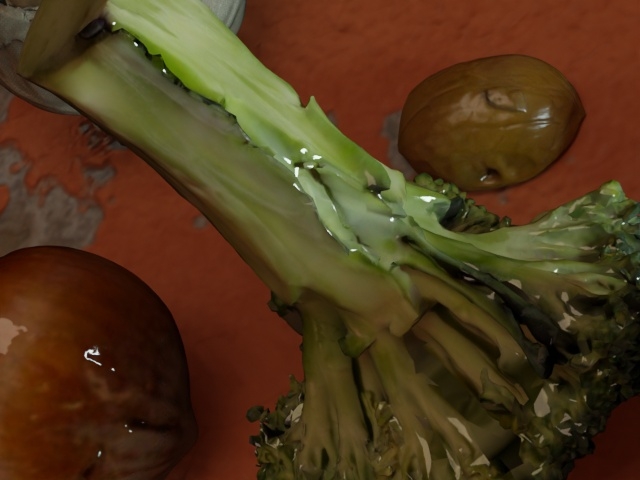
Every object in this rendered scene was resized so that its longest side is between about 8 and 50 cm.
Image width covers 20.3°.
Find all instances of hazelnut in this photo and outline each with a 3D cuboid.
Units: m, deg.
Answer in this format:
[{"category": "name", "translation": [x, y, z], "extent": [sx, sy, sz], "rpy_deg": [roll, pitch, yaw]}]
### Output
[{"category": "hazelnut", "translation": [-0.163, 0.087, 1.072], "extent": [0.182, 0.182, 0.182], "rpy_deg": [-12, 58, 20]}]

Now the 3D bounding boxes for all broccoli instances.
[{"category": "broccoli", "translation": [-0.007, 0.000, 0.941], "extent": [0.361, 0.252, 0.221], "rpy_deg": [33, 70, -3]}]

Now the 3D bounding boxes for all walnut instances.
[{"category": "walnut", "translation": [0.099, -0.082, 1.103], "extent": [0.121, 0.052, 0.091], "rpy_deg": [-12, 55, 17]}]

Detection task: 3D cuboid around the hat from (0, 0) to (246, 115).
[{"category": "hat", "translation": [-0.146, -0.190, 1.234], "extent": [0.232, 0.161, 0.275], "rpy_deg": [-15, 33, 5]}]
